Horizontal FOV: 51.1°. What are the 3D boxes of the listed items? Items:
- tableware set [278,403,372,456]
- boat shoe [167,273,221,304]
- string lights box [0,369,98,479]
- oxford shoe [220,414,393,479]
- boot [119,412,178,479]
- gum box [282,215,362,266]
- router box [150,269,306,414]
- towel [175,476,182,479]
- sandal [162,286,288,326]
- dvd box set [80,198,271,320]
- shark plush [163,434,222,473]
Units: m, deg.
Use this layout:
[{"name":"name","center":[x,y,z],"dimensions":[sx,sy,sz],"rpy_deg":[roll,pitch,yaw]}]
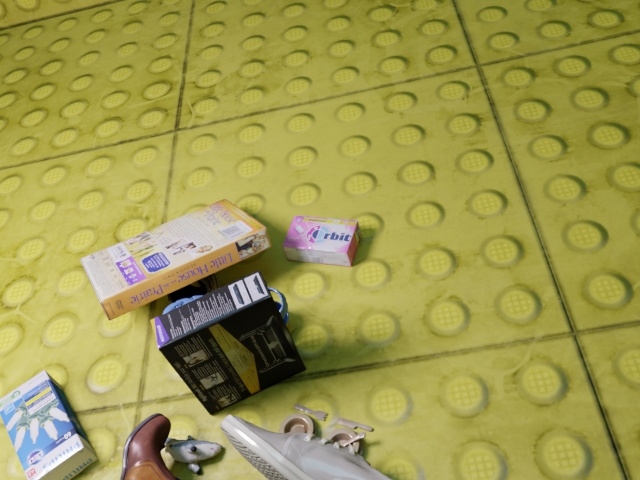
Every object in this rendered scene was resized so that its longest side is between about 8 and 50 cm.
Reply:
[{"name":"tableware set","center":[-0.004,0.413,1.400],"dimensions":[0.194,0.039,0.128],"rpy_deg":[12,55,24]},{"name":"boat shoe","center":[-0.317,0.124,1.677],"dimensions":[0.132,0.130,0.355],"rpy_deg":[-29,49,-9]},{"name":"string lights box","center":[-0.631,0.437,1.537],"dimensions":[0.133,0.076,0.260],"rpy_deg":[-35,50,-16]},{"name":"oxford shoe","center":[0.006,0.444,1.290],"dimensions":[0.450,0.169,0.130],"rpy_deg":[22,62,22]},{"name":"boot","center":[-0.269,0.471,1.306],"dimensions":[0.281,0.096,0.264],"rpy_deg":[6,34,17]},{"name":"gum box","center":[0.000,0.000,1.736],"dimensions":[0.189,0.062,0.107],"rpy_deg":[5,52,20]},{"name":"router box","center":[-0.185,0.227,1.432],"dimensions":[0.243,0.308,0.081],"rpy_deg":[-24,49,-6]},{"name":"towel","center":[-0.241,0.594,1.268],"dimensions":[0.308,0.076,0.227],"rpy_deg":[13,39,28]},{"name":"sandal","center":[-0.201,0.162,1.509],"dimensions":[0.318,0.138,0.126],"rpy_deg":[-4,63,-31]},{"name":"dvd box set","center":[-0.370,0.031,1.681],"dimensions":[0.421,0.062,0.308],"rpy_deg":[-25,28,-20]},{"name":"shark plush","center":[-0.295,0.453,1.462],"dimensions":[0.161,0.073,0.067],"rpy_deg":[-4,23,32]}]
